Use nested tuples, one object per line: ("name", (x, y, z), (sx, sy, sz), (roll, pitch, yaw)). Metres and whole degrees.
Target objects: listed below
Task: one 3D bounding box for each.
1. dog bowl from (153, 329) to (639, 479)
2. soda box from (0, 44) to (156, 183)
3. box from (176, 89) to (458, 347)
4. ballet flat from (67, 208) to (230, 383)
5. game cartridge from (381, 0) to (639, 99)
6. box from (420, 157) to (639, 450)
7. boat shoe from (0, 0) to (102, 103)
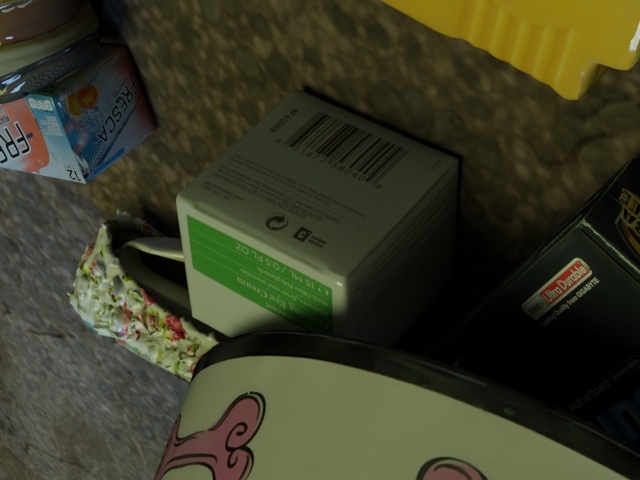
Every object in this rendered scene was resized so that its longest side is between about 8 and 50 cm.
("dog bowl", (0.073, 0.225, 0.660), (0.408, 0.150, 0.408), (27, 154, 14))
("soda box", (-0.186, -0.083, 0.810), (0.183, 0.063, 0.058), (11, 131, 40))
("box", (0.000, 0.000, 0.661), (0.101, 0.102, 0.087), (26, 142, 26))
("ballet flat", (-0.053, 0.050, 0.789), (0.241, 0.091, 0.077), (22, 115, 26))
("game cartridge", (0.009, -0.225, 0.476), (0.323, 0.052, 0.285), (33, 143, 20))
("box", (0.144, 0.085, 0.636), (0.175, 0.051, 0.220), (44, 146, 3))
("boat shoe", (-0.262, -0.173, 0.771), (0.323, 0.122, 0.120), (14, 129, 27))
